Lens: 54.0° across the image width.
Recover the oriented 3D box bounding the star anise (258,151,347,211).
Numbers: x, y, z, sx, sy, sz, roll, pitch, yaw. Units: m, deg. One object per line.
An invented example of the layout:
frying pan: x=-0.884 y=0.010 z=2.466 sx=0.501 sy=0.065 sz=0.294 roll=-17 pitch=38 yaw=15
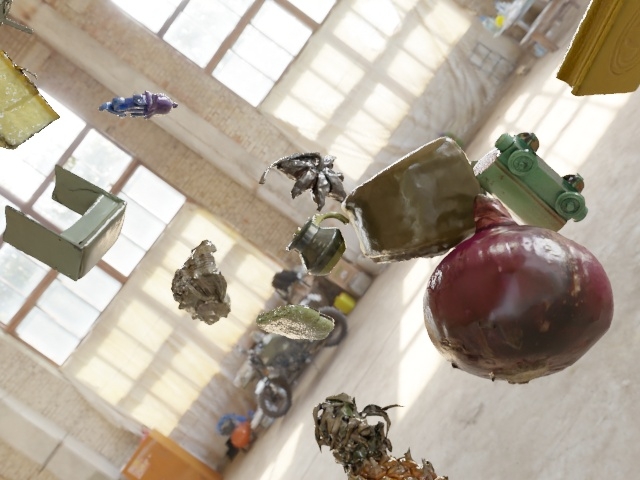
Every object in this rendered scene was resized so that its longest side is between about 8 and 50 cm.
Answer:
star anise: x=-0.030 y=-0.248 z=2.457 sx=0.359 sy=0.316 sz=0.139 roll=-52 pitch=-7 yaw=-40

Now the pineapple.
pineapple: x=0.085 y=0.424 z=1.247 sx=0.262 sy=0.262 sz=0.272 roll=-52 pitch=45 yaw=26

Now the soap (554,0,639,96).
soap: x=0.689 y=-0.483 z=1.403 sx=0.324 sy=0.204 sz=0.096 roll=101 pitch=153 yaw=-47

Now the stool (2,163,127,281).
stool: x=-0.778 y=-0.057 z=1.933 sx=0.170 sy=0.269 sz=0.243 roll=-59 pitch=3 yaw=43

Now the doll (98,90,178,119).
doll: x=-0.478 y=-0.356 z=1.662 sx=0.206 sy=0.067 sz=0.110 roll=-7 pitch=-12 yaw=-26

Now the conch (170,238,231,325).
conch: x=-0.296 y=0.099 z=1.595 sx=0.178 sy=0.163 sz=0.245 roll=-40 pitch=46 yaw=31

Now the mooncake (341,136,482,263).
mooncake: x=0.262 y=-0.092 z=1.536 sx=0.394 sy=0.246 sz=0.393 roll=-23 pitch=0 yaw=-43

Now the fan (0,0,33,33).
fan: x=-0.855 y=-0.552 z=1.575 sx=0.223 sy=0.012 sz=0.294 roll=-44 pitch=-6 yaw=-18

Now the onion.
onion: x=0.359 y=0.073 z=1.212 sx=0.348 sy=0.347 sz=0.385 roll=130 pitch=142 yaw=-53

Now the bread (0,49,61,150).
bread: x=-1.069 y=-0.492 z=2.131 sx=0.248 sy=0.279 sz=0.315 roll=-46 pitch=-44 yaw=-21

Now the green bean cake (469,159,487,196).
green bean cake: x=0.427 y=-0.147 z=1.939 sx=0.094 sy=0.181 sz=0.173 roll=-81 pitch=-18 yaw=-52

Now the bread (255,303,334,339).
bread: x=-0.066 y=0.258 z=1.921 sx=0.286 sy=0.207 sz=0.056 roll=-27 pitch=46 yaw=57

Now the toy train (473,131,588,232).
toy train: x=0.487 y=-0.125 z=1.470 sx=0.177 sy=0.285 sz=0.116 roll=-42 pitch=16 yaw=38

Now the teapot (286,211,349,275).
teapot: x=0.000 y=0.000 z=1.479 sx=0.166 sy=0.119 sz=0.130 roll=-56 pitch=5 yaw=-20
